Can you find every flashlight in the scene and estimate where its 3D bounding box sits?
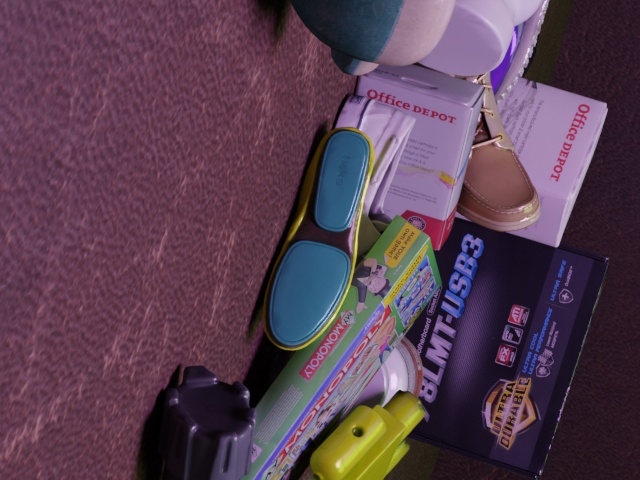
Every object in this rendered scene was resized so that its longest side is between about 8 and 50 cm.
[{"bbox_3d":[-0.109,0.263,1.560,0.103,0.103,0.304,-53,159,-53],"label":"flashlight"}]

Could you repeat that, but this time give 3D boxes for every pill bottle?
[{"bbox_3d":[0.171,-0.319,1.865,0.162,0.162,0.278,86,24,-63],"label":"pill bottle"},{"bbox_3d":[0.050,0.164,2.140,0.216,0.121,0.121,7,100,-79],"label":"pill bottle"}]

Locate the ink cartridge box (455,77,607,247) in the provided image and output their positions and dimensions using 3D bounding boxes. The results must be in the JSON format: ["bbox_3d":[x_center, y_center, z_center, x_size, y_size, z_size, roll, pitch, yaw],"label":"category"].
[{"bbox_3d":[0.202,-0.112,2.150,0.100,0.237,0.172,94,17,-51],"label":"ink cartridge box"}]

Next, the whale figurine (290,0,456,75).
[{"bbox_3d":[0.031,-0.244,1.459,0.272,0.141,0.216,-119,-138,-71],"label":"whale figurine"}]

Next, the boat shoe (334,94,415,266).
[{"bbox_3d":[0.034,-0.018,1.866,0.095,0.084,0.258,-43,148,-70],"label":"boat shoe"}]

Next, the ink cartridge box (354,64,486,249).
[{"bbox_3d":[0.094,-0.095,1.925,0.072,0.127,0.175,-52,157,-59],"label":"ink cartridge box"}]

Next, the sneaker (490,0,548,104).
[{"bbox_3d":[0.195,-0.300,2.069,0.102,0.146,0.293,-61,170,-72],"label":"sneaker"}]

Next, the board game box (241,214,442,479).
[{"bbox_3d":[0.012,0.136,1.879,0.317,0.046,0.213,-53,167,-7],"label":"board game box"}]

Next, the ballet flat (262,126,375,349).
[{"bbox_3d":[0.000,0.000,1.777,0.077,0.077,0.231,145,-37,-80],"label":"ballet flat"}]

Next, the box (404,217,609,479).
[{"bbox_3d":[0.184,0.120,2.285,0.073,0.293,0.295,44,64,-80],"label":"box"}]

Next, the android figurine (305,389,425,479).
[{"bbox_3d":[0.009,0.281,1.976,0.273,0.056,0.248,-42,163,-30],"label":"android figurine"}]

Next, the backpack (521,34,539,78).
[{"bbox_3d":[0.201,-0.243,2.266,0.152,0.115,0.182,-44,152,-45],"label":"backpack"}]

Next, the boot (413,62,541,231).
[{"bbox_3d":[0.165,-0.155,1.978,0.203,0.095,0.262,93,-26,-48],"label":"boot"}]
